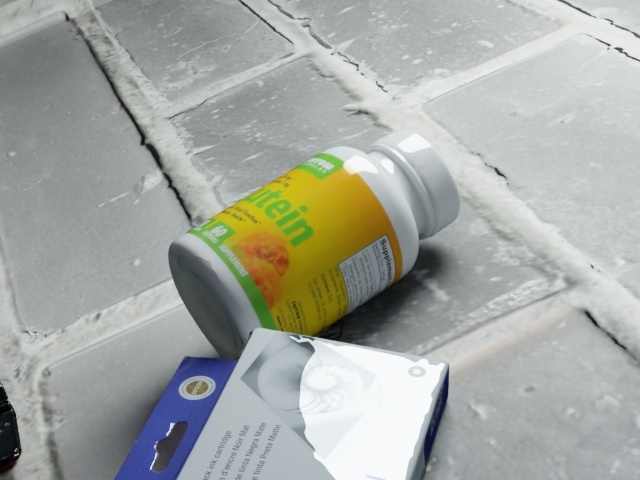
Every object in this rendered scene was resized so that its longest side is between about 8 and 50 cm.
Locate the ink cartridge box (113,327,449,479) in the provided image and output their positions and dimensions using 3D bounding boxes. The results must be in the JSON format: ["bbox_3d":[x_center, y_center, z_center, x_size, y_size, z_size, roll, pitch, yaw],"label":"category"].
[{"bbox_3d":[-0.035,0.150,0.966,0.224,0.045,0.223,7,35,14],"label":"ink cartridge box"}]

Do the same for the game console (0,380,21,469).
[{"bbox_3d":[-0.353,0.165,1.182,0.144,0.085,0.124,-25,27,-6],"label":"game console"}]

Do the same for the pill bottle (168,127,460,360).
[{"bbox_3d":[0.000,0.000,1.179,0.245,0.136,0.136,-32,29,-21],"label":"pill bottle"}]
